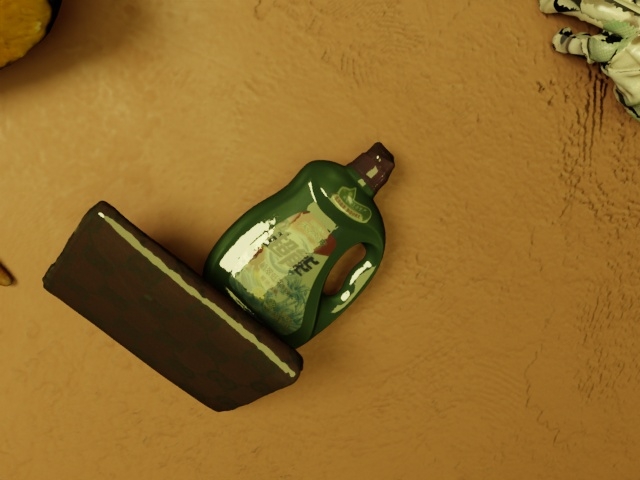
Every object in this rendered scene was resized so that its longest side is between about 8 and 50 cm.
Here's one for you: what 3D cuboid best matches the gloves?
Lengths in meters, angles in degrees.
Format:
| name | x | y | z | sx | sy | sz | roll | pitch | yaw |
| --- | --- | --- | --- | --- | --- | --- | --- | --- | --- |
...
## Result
| name | x | y | z | sx | sy | sz | roll | pitch | yaw |
| --- | --- | --- | --- | --- | --- | --- | --- | --- | --- |
| gloves | 0.299 | -0.218 | 0.517 | 0.127 | 0.111 | 0.212 | -40 | 113 | 7 |

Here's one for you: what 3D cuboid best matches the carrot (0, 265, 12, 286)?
| name | x | y | z | sx | sy | sz | roll | pitch | yaw |
| --- | --- | --- | --- | --- | --- | --- | --- | --- | --- |
| carrot | -0.343 | -0.011 | 0.509 | 0.035 | 0.035 | 0.142 | -27 | 113 | -1 |

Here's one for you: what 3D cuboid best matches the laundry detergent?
| name | x | y | z | sx | sy | sz | roll | pitch | yaw |
| --- | --- | --- | --- | --- | --- | --- | --- | --- | --- |
| laundry detergent | 0.000 | 0.000 | 0.540 | 0.221 | 0.078 | 0.144 | -43 | 107 | 1 |

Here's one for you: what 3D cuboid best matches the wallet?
| name | x | y | z | sx | sy | sz | roll | pitch | yaw |
| --- | --- | --- | --- | --- | --- | --- | --- | --- | --- |
| wallet | -0.142 | 0.074 | 0.507 | 0.229 | 0.049 | 0.182 | 41 | 139 | -13 |

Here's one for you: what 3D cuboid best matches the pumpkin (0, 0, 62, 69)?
| name | x | y | z | sx | sy | sz | roll | pitch | yaw |
| --- | --- | --- | --- | --- | --- | --- | --- | --- | --- |
| pumpkin | -0.356 | -0.220 | 0.386 | 0.325 | 0.242 | 0.232 | -17 | 76 | 0 |
